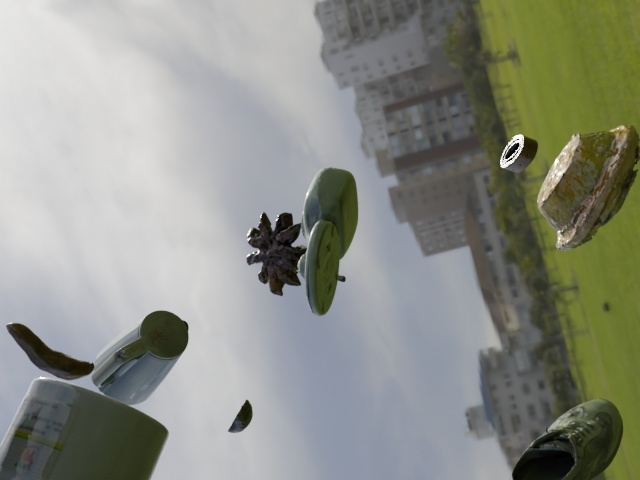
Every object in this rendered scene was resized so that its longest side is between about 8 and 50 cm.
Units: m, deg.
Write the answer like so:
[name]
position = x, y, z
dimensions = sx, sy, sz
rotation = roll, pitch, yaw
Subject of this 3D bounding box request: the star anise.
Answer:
[star anise]
position = -0.063, 0.019, 1.793
dimensions = 0.073, 0.234, 0.177
rotation = -12, -92, -57

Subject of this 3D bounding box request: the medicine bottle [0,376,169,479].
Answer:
[medicine bottle]
position = -0.384, 0.359, 1.379
dimensions = 0.238, 0.238, 0.231
rotation = 57, -132, -55

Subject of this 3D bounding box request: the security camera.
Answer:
[security camera]
position = 0.000, 0.000, 1.484
dimensions = 0.301, 0.080, 0.157
rotation = -70, -21, -52

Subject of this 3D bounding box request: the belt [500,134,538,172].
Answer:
[belt]
position = 0.354, -0.155, 1.586
dimensions = 0.083, 0.036, 0.059
rotation = 133, 152, -63

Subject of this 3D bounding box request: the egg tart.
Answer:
[egg tart]
position = 0.503, -0.111, 1.710
dimensions = 0.288, 0.118, 0.288
rotation = -64, -3, -6

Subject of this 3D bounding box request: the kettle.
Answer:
[kettle]
position = -0.414, 0.260, 1.984
dimensions = 0.211, 0.243, 0.159
rotation = -19, -106, -40

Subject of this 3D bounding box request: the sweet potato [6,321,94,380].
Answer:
[sweet potato]
position = -0.521, 0.217, 1.690
dimensions = 0.182, 0.054, 0.053
rotation = 35, -136, -12

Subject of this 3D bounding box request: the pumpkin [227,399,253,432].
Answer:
[pumpkin]
position = -0.136, 0.314, 1.571
dimensions = 0.050, 0.028, 0.083
rotation = -53, -11, -37

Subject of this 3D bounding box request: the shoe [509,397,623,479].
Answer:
[shoe]
position = 0.348, 0.309, 1.279
dimensions = 0.275, 0.103, 0.098
rotation = -41, -46, -38
